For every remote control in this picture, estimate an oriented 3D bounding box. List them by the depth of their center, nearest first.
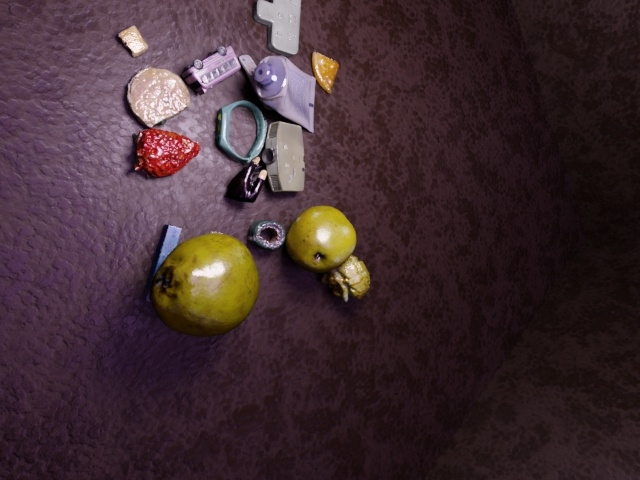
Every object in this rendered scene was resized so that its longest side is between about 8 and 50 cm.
[{"bbox_3d":[-0.249,-0.617,1.635,0.229,0.044,0.073,59,40,-15],"label":"remote control"}]

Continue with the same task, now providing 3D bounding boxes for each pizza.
[{"bbox_3d":[0.024,-0.744,1.808,0.131,0.041,0.178,-45,115,-20],"label":"pizza"}]

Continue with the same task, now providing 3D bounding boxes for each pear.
[{"bbox_3d":[-0.369,0.153,1.388,0.413,0.351,0.352,1,93,-74],"label":"pear"},{"bbox_3d":[0.000,0.000,1.682,0.294,0.294,0.295,-2,94,-33],"label":"pear"}]

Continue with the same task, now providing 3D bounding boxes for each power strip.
[{"bbox_3d":[-0.173,-0.894,1.660,0.193,0.059,0.265,2,92,-34],"label":"power strip"}]

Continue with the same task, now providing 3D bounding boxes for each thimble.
[{"bbox_3d":[-0.215,-0.023,1.660,0.135,0.090,0.119,17,81,-30],"label":"thimble"}]

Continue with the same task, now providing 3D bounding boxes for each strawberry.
[{"bbox_3d":[-0.522,-0.296,1.438,0.228,0.098,0.175,1,93,-32],"label":"strawberry"}]

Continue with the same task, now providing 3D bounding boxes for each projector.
[{"bbox_3d":[-0.150,-0.329,1.660,0.193,0.088,0.270,-8,97,-55],"label":"projector"}]

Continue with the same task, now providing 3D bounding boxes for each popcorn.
[{"bbox_3d":[0.118,0.159,1.827,0.183,0.204,0.221,-41,101,-24],"label":"popcorn"}]

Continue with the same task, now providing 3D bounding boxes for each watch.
[{"bbox_3d":[-0.305,-0.416,1.598,0.195,0.068,0.237,5,86,-36],"label":"watch"}]

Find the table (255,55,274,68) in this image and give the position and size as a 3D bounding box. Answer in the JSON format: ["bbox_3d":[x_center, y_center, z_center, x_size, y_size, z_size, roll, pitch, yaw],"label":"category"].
[{"bbox_3d":[-0.201,-0.667,1.632,0.079,0.062,0.083,57,34,-21],"label":"table"}]

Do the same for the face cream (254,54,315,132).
[{"bbox_3d":[-0.113,-0.582,1.610,0.420,0.137,0.235,-2,94,-65],"label":"face cream"}]

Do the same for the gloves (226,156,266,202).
[{"bbox_3d":[-0.278,-0.241,1.584,0.106,0.129,0.181,17,83,-30],"label":"gloves"}]

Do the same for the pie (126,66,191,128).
[{"bbox_3d":[-0.561,-0.502,1.430,0.218,0.052,0.185,-38,113,-24],"label":"pie"}]

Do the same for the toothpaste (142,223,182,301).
[{"bbox_3d":[-0.555,0.080,1.455,0.053,0.066,0.273,18,83,-32],"label":"toothpaste"}]

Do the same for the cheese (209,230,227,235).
[{"bbox_3d":[-0.366,0.038,1.588,0.092,0.047,0.171,-48,115,-19],"label":"cheese"}]

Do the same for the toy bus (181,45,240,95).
[{"bbox_3d":[-0.396,-0.621,1.508,0.199,0.096,0.108,-45,119,-27],"label":"toy bus"}]

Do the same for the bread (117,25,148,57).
[{"bbox_3d":[-0.626,-0.667,1.390,0.070,0.035,0.083,-49,123,-21],"label":"bread"}]
